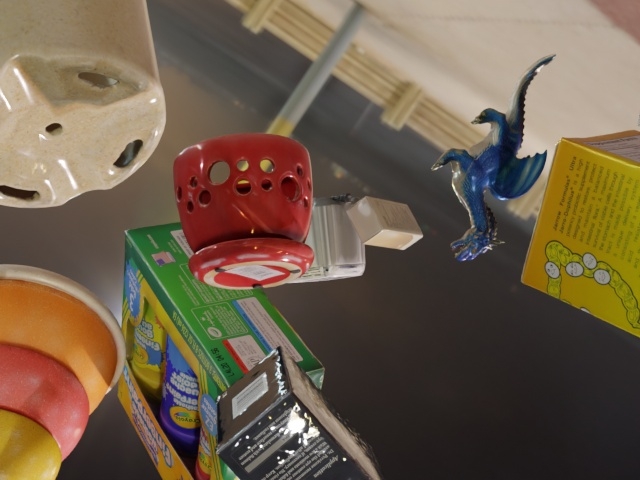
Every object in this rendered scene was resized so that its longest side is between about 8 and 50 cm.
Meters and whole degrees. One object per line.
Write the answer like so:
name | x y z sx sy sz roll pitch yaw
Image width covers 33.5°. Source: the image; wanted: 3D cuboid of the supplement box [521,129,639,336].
supplement box | 0.451 0.017 1.248 0.356 0.195 0.194 27 -155 38

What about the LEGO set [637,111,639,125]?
LEGO set | 0.418 -0.191 1.150 0.093 0.087 0.227 14 -148 22

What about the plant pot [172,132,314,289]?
plant pot | -0.102 -0.031 1.442 0.191 0.174 0.191 -4 163 -1

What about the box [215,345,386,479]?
box | -0.018 0.204 1.028 0.158 0.093 0.156 50 -178 -12

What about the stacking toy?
stacking toy | -0.500 0.302 1.641 0.350 0.350 0.480 32 -147 -25

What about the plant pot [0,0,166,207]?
plant pot | -0.302 -0.217 1.101 0.334 0.334 0.305 28 -148 -53

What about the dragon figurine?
dragon figurine | 0.251 -0.104 1.439 0.144 0.289 0.085 41 178 0

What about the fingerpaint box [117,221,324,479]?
fingerpaint box | -0.188 0.237 1.758 0.163 0.371 0.445 -10 -143 -28

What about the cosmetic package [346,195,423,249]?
cosmetic package | 0.093 -0.024 1.528 0.115 0.041 0.060 9 -130 -54

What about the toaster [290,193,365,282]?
toaster | 0.000 0.000 1.978 0.129 0.146 0.227 -3 175 -40
